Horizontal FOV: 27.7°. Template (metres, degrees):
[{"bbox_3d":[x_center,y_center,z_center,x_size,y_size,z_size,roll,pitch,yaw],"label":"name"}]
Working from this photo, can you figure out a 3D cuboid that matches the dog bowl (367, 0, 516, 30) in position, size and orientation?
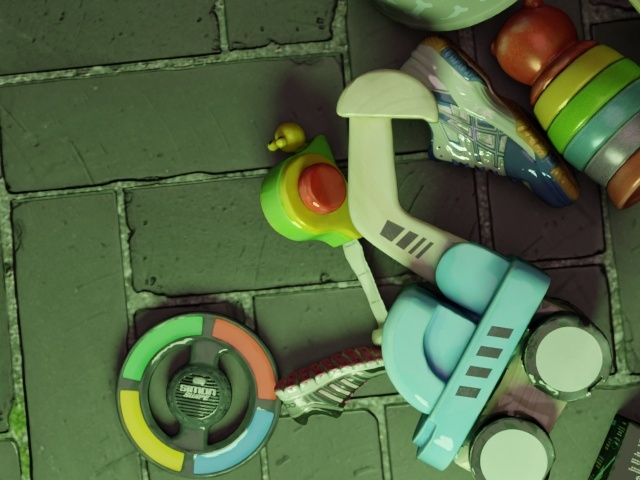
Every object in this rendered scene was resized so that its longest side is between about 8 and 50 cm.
[{"bbox_3d":[0.154,-0.454,1.682,0.349,0.102,0.348,-6,79,31],"label":"dog bowl"}]

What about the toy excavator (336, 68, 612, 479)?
[{"bbox_3d":[0.155,0.053,1.656,0.445,0.222,0.433,27,96,2],"label":"toy excavator"}]

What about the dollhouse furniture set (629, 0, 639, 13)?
[{"bbox_3d":[0.587,-0.363,1.581,0.394,0.256,0.362,-42,54,16],"label":"dollhouse furniture set"}]

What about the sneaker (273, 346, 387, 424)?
[{"bbox_3d":[0.025,0.200,1.760,0.170,0.063,0.075,-20,108,-10],"label":"sneaker"}]

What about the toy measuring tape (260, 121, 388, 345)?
[{"bbox_3d":[0.000,0.000,1.737,0.121,0.121,0.330,-21,91,2],"label":"toy measuring tape"}]

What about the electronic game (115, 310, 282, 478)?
[{"bbox_3d":[-0.166,0.211,1.773,0.229,0.048,0.229,0,88,3],"label":"electronic game"}]

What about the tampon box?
[{"bbox_3d":[0.414,0.326,1.709,0.101,0.120,0.161,23,90,4],"label":"tampon box"}]

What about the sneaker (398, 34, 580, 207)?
[{"bbox_3d":[0.217,-0.137,1.752,0.296,0.112,0.131,45,108,4],"label":"sneaker"}]

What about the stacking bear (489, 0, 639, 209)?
[{"bbox_3d":[0.349,-0.195,1.709,0.289,0.164,0.175,48,135,14],"label":"stacking bear"}]
